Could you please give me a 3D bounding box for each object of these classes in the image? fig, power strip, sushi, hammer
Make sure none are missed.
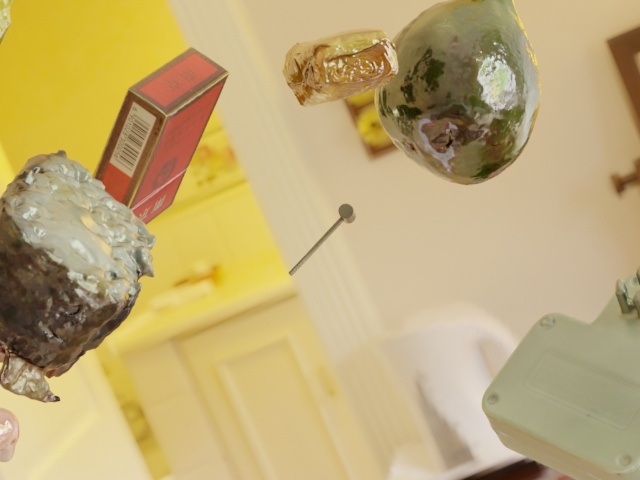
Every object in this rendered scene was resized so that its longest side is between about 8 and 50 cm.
[{"bbox_3d":[0.165,-0.189,1.861,0.245,0.195,0.195,-63,15,-10],"label":"fig"},{"bbox_3d":[0.346,0.150,2.021,0.229,0.141,0.261,22,64,40],"label":"power strip"},{"bbox_3d":[-0.293,0.039,1.819,0.182,0.196,0.343,-56,10,17],"label":"sushi"},{"bbox_3d":[0.000,0.000,2.028,0.110,0.019,0.035,-45,-11,-4],"label":"hammer"}]

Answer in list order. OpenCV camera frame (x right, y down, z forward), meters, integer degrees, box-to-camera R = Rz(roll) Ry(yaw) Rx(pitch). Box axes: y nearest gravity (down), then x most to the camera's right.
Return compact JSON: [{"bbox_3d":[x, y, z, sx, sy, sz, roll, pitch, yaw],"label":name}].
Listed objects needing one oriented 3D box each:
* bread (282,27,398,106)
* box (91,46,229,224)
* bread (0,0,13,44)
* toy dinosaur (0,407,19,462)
[{"bbox_3d":[0.015,-0.142,1.371,0.074,0.053,0.132,-13,3,-11],"label":"bread"},{"bbox_3d":[-0.215,-0.114,2.144,0.153,0.074,0.240,-49,-10,-52],"label":"box"},{"bbox_3d":[-0.406,-0.216,1.783,0.161,0.088,0.233,19,60,42],"label":"bread"},{"bbox_3d":[-0.456,0.225,2.109,0.177,0.194,0.152,-23,27,-30],"label":"toy dinosaur"}]
